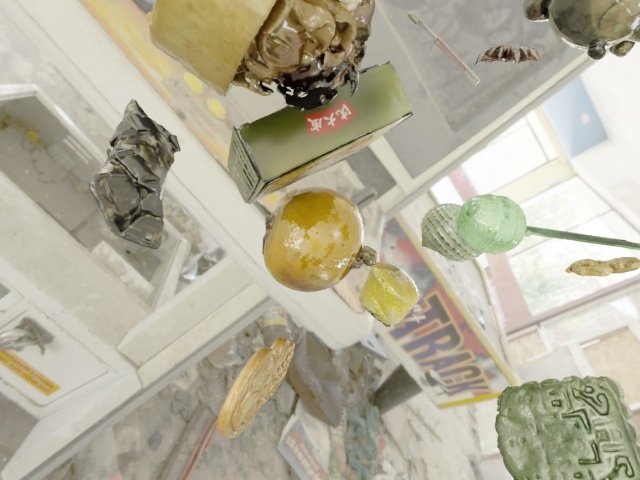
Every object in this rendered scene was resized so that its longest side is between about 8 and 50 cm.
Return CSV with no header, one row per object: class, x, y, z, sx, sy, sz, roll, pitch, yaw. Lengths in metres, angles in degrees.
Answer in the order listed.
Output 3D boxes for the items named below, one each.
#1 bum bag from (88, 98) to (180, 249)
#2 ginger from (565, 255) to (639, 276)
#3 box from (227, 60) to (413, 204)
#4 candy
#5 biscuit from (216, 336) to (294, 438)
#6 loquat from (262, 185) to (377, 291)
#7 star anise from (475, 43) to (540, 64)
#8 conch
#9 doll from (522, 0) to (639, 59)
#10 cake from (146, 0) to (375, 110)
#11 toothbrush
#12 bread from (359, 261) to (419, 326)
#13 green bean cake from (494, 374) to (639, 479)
bum bag,-0.225,-0.092,0.577,0.102,0.069,0.248,43,21,-36
ginger,0.772,0.070,1.259,0.193,0.176,0.052,-2,91,-52
box,-0.029,-0.242,1.132,0.138,0.373,0.420,65,-13,-5
candy,0.471,-0.009,0.909,0.440,0.119,0.119,8,42,-13
biscuit,-0.129,0.314,1.012,0.044,0.202,0.289,24,14,18
loquat,0.000,0.000,1.371,0.360,0.328,0.328,16,30,-2
star anise,0.407,-0.406,1.005,0.141,0.141,0.042,-62,152,-65
conch,0.345,-0.019,1.161,0.131,0.200,0.172,-38,96,-42
doll,0.617,-0.537,0.921,0.252,0.382,0.378,92,18,-71
cake,-0.055,-0.352,0.734,0.321,0.332,0.332,31,31,-17
toothbrush,0.239,-0.377,0.898,0.194,0.014,0.017,45,47,-1
bread,0.223,0.171,1.526,0.197,0.170,0.197,25,24,-12
green bean cake,0.446,0.363,0.832,0.125,0.227,0.222,20,53,-48
